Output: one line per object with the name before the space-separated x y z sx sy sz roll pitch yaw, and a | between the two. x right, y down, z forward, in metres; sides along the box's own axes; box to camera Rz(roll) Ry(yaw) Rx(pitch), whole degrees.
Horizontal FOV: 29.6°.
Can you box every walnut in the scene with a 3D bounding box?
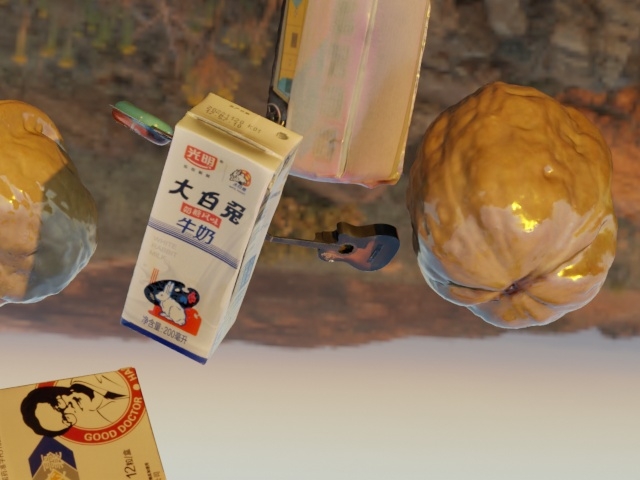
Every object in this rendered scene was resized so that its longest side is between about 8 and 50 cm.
walnut | 0.262 -0.058 1.669 0.306 0.344 0.306 -2 134 -2
walnut | -0.595 -0.062 2.228 0.383 0.383 0.383 3 175 0

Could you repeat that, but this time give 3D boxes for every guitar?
guitar | 0.000 0.000 1.698 0.233 0.025 0.088 8 141 -22

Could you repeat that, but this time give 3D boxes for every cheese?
cheese | -0.240 -0.159 1.755 0.106 0.037 0.256 27 -178 -32

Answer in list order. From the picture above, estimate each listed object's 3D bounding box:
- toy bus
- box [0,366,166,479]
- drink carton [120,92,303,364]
toy bus | 0.049 -0.262 1.624 0.162 0.386 0.171 19 -164 37
box | -0.298 0.332 1.515 0.214 0.353 0.069 -7 141 -21
drink carton | -0.136 -0.012 1.464 0.130 0.315 0.106 25 -145 5
